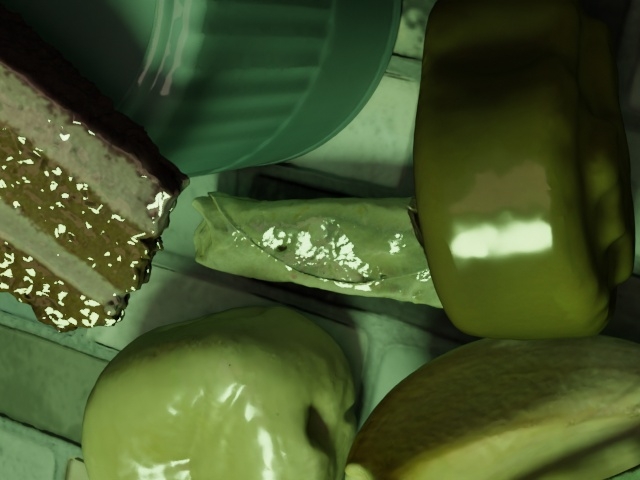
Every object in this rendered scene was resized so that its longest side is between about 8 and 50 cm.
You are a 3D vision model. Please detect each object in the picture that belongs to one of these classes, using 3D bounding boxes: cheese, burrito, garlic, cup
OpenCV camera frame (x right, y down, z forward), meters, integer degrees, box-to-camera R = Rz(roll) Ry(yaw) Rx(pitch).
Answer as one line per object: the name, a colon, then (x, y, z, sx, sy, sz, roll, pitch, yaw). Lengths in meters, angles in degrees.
cheese: (-0.076, 0.159, 0.875, 0.235, 0.117, 0.218, -40, 86, 26)
burrito: (0.000, 0.000, 0.843, 0.226, 0.060, 0.087, 5, 107, 20)
garlic: (0.141, 0.138, 0.759, 0.245, 0.164, 0.145, -22, 89, 14)
cup: (-0.098, -0.189, 0.710, 0.256, 0.311, 0.331, 34, 110, 12)

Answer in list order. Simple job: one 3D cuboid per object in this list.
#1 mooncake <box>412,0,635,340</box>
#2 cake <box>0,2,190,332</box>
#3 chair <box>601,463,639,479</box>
mooncake: (0.137, -0.040, 0.701, 0.117, 0.235, 0.235, -8, 97, 20)
cake: (-0.203, -0.071, 0.552, 0.295, 0.113, 0.116, 38, 112, 5)
chair: (0.236, 0.210, 0.681, 0.270, 0.136, 0.147, -29, 57, 23)
